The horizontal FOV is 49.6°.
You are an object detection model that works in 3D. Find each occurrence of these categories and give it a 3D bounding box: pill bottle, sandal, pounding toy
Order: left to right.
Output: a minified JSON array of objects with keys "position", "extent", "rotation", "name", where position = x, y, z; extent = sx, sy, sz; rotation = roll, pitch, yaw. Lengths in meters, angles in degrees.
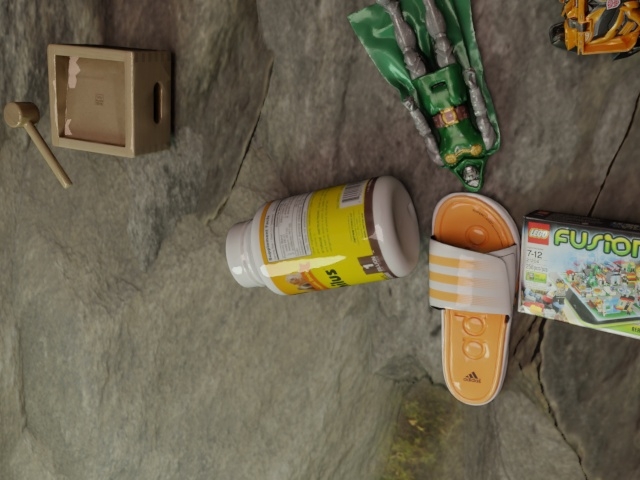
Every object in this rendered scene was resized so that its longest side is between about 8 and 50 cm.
[{"position":[-0.302,-0.162,0.905],"extent":[0.206,0.094,0.181],"rotation":[10,108,20],"name":"pounding toy"},{"position":[0.000,0.000,0.815],"extent":[0.215,0.117,0.117],"rotation":[-11,101,25],"name":"pill bottle"},{"position":[0.175,0.079,0.788],"extent":[0.102,0.076,0.265],"rotation":[0,105,22],"name":"sandal"}]

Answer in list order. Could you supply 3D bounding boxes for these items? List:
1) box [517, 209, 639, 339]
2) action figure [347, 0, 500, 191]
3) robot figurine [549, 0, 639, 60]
[{"position":[0.309,0.039,0.710],"extent":[0.207,0.036,0.114],"rotation":[11,111,38],"name":"box"},{"position":[0.132,-0.161,0.748],"extent":[0.137,0.063,0.232],"rotation":[-19,101,23],"name":"action figure"},{"position":[0.326,-0.240,0.578],"extent":[0.291,0.085,0.211],"rotation":[-8,142,15],"name":"robot figurine"}]
